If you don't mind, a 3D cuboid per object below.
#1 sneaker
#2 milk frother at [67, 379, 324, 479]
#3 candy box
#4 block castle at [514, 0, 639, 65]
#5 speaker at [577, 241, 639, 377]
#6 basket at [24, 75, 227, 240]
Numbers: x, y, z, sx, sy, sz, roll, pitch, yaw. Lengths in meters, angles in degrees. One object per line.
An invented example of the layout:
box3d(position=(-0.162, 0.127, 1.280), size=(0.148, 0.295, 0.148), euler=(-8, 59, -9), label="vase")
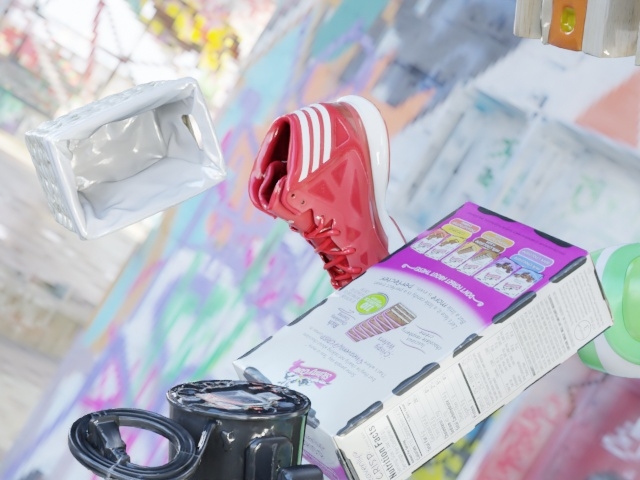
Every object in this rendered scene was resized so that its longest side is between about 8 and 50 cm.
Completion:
box3d(position=(0.000, 0.000, 1.223), size=(0.128, 0.221, 0.087), euler=(-12, 0, -42), label="sneaker")
box3d(position=(-0.074, 0.156, 0.859), size=(0.143, 0.134, 0.129), euler=(2, 8, -15), label="milk frother")
box3d(position=(0.074, 0.076, 1.126), size=(0.159, 0.233, 0.071), euler=(29, -32, 58), label="candy box")
box3d(position=(0.386, -0.256, 1.322), size=(0.303, 0.213, 0.453), euler=(-3, 15, -26), label="block castle")
box3d(position=(0.379, 0.061, 1.364), size=(0.296, 0.131, 0.131), euler=(-2, -17, 30), label="speaker")
box3d(position=(-0.196, -0.085, 1.516), size=(0.103, 0.167, 0.113), euler=(15, -53, 58), label="basket")
